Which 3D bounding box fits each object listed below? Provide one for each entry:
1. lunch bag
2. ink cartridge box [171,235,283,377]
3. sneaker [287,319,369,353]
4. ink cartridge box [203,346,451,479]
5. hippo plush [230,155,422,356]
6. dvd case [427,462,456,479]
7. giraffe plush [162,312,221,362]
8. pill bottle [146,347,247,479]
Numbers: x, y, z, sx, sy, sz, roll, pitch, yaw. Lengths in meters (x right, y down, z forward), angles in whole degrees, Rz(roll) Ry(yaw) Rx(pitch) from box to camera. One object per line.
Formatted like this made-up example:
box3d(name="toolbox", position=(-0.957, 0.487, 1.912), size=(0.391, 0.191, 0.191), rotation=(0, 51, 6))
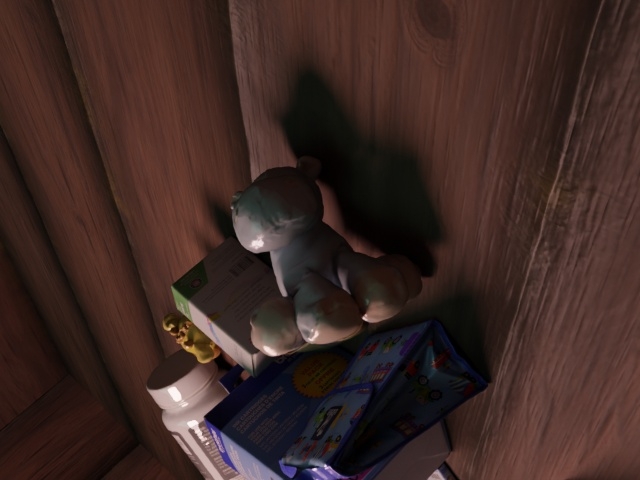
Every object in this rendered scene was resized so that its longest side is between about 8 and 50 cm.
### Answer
box3d(name="lunch bag", position=(0.068, 0.270, 1.381), size=(0.138, 0.293, 0.221), rotation=(51, 155, -6))
box3d(name="ink cartridge box", position=(-0.139, 0.118, 1.668), size=(0.212, 0.154, 0.093), rotation=(36, 152, 24))
box3d(name="sneaker", position=(0.022, 0.145, 1.558), size=(0.192, 0.086, 0.064), rotation=(-24, 75, 38))
box3d(name="ink cartridge box", position=(-0.012, 0.331, 1.627), size=(0.395, 0.270, 0.151), rotation=(25, 145, 40))
box3d(name="hippo plush", position=(0.000, 0.000, 1.285), size=(0.294, 0.234, 0.237), rotation=(-38, -71, -74))
box3d(name="dvd case", position=(0.245, 0.509, 1.757), size=(0.253, 0.022, 0.180), rotation=(54, 156, -11))
box3d(name="giraffe plush", position=(-0.206, 0.170, 1.830), size=(0.181, 0.170, 0.210), rotation=(14, 138, 52))
box3d(name="pill bottle", position=(-0.261, 0.448, 2.279), size=(0.204, 0.204, 0.361), rotation=(3, 129, 57))
